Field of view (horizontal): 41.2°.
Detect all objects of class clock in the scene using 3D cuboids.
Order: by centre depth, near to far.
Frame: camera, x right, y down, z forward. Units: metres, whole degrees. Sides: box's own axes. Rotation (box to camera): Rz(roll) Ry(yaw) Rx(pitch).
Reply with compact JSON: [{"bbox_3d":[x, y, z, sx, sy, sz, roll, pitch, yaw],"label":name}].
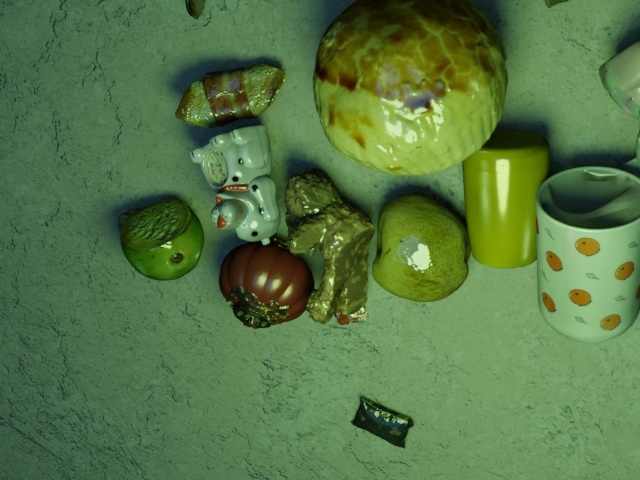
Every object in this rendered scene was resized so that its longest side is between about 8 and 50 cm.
[{"bbox_3d":[-0.171,-0.109,1.893,0.189,0.189,0.253,-16,84,23],"label":"clock"}]

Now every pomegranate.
[{"bbox_3d":[-0.393,0.013,2.043,0.241,0.189,0.159,2,135,17],"label":"pomegranate"}]

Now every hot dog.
[{"bbox_3d":[-0.200,-0.323,1.911,0.262,0.093,0.123,-10,96,6],"label":"hot dog"}]

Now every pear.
[{"bbox_3d":[0.222,0.018,1.830,0.212,0.188,0.228,6,104,0],"label":"pear"}]

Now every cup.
[{"bbox_3d":[0.535,0.042,1.689,0.213,0.212,0.317,3,128,18],"label":"cup"}]

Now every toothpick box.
[{"bbox_3d":[0.382,-0.078,1.756,0.175,0.175,0.271,2,112,18],"label":"toothpick box"}]

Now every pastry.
[{"bbox_3d":[0.166,-0.318,1.631,0.389,0.388,0.312,-9,142,21],"label":"pastry"}]

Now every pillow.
[{"bbox_3d":[0.152,0.443,2.078,0.150,0.048,0.090,23,105,14],"label":"pillow"}]

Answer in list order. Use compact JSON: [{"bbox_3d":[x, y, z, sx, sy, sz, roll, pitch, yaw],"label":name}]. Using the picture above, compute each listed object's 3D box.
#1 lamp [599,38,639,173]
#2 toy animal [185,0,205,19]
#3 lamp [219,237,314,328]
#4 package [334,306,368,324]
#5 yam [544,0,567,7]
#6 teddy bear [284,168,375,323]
[{"bbox_3d":[0.648,-0.231,1.610,0.301,0.247,0.247,57,144,1],"label":"lamp"},{"bbox_3d":[-0.268,-0.623,1.784,0.160,0.197,0.272,-15,98,19],"label":"toy animal"},{"bbox_3d":[-0.126,0.104,1.963,0.227,0.227,0.226,6,110,17],"label":"lamp"},{"bbox_3d":[0.061,0.149,2.017,0.077,0.033,0.110,-25,114,1],"label":"package"},{"bbox_3d":[0.440,-0.548,1.611,0.107,0.107,0.194,-24,98,24],"label":"yam"},{"bbox_3d":[-0.004,0.009,1.875,0.223,0.246,0.296,23,107,28],"label":"teddy bear"}]
